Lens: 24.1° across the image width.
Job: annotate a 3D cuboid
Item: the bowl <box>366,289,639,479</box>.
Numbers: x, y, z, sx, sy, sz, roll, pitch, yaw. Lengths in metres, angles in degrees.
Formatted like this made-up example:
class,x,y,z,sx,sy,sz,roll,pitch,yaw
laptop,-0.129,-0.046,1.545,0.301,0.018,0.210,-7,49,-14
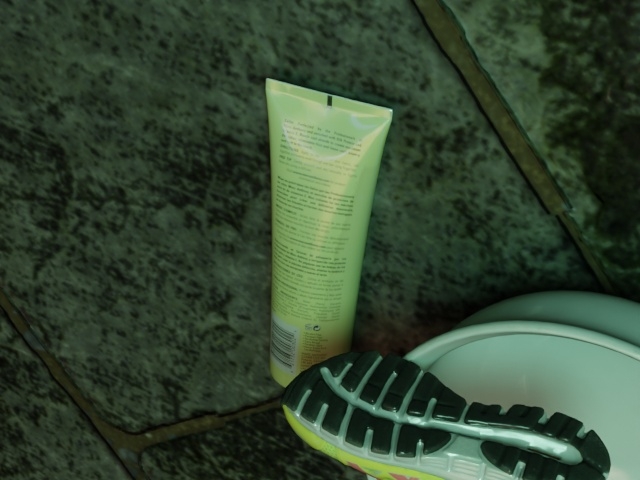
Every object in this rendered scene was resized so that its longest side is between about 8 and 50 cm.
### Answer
class,x,y,z,sx,sy,sz,roll,pitch,yaw
bowl,0.187,0.138,1.016,0.297,0.134,0.298,15,131,18

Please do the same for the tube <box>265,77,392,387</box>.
class,x,y,z,sx,sy,sz,roll,pitch,yaw
tube,0.000,0.000,1.074,0.070,0.062,0.240,-9,126,-17

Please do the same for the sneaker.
class,x,y,z,sx,sy,sz,roll,pitch,yaw
sneaker,0.070,0.141,0.937,0.208,0.081,0.094,19,134,16
